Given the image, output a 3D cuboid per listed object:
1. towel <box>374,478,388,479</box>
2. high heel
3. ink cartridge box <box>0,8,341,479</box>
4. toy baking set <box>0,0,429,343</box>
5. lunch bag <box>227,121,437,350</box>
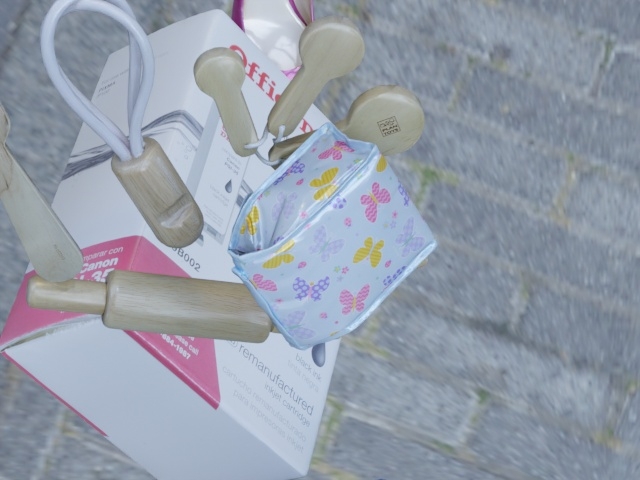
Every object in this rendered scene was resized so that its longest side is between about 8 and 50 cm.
[{"bbox_3d":[-0.049,0.250,1.123,0.034,0.285,0.209,43,106,11],"label":"towel"},{"bbox_3d":[-0.034,-0.213,1.604,0.082,0.117,0.244,0,93,-9],"label":"high heel"},{"bbox_3d":[-0.083,0.009,1.279,0.117,0.207,0.283,-19,42,36],"label":"ink cartridge box"},{"bbox_3d":[-0.066,-0.031,0.858,0.256,0.196,0.030,3,37,-11],"label":"toy baking set"},{"bbox_3d":[0.000,0.000,0.826,0.083,0.071,0.053,-47,39,-13],"label":"lunch bag"}]
